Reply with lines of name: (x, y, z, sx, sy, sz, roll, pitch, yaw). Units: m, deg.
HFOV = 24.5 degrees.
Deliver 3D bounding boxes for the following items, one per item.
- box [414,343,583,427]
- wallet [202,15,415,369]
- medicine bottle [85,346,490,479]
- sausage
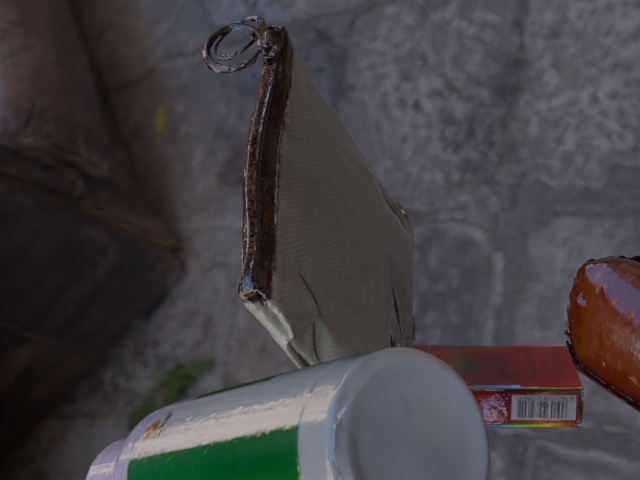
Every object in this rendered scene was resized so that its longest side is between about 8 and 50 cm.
box: (0.172, 0.147, 1.491, 0.112, 0.175, 0.048, -82, -8, -71)
wallet: (0.002, -0.002, 1.184, 0.068, 0.275, 0.335, -24, 40, 22)
medicine bottle: (-0.031, 0.117, 0.734, 0.260, 0.095, 0.095, -19, 61, 51)
sausage: (0.274, 0.095, 0.922, 0.330, 0.102, 0.102, 38, 105, 52)
